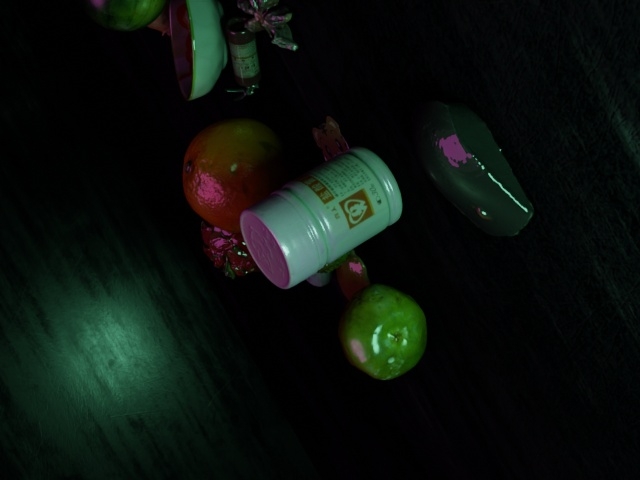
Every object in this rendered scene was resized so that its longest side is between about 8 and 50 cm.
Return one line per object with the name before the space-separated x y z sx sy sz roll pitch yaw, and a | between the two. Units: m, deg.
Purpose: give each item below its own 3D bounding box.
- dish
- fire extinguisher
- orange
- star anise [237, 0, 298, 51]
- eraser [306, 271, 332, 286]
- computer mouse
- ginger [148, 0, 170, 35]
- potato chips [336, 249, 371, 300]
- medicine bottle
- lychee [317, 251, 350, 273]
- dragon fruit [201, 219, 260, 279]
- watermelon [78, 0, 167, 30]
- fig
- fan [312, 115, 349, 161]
dish | -0.302 -0.527 2.132 0.324 0.124 0.324 172 90 -73
fire extinguisher | -0.202 -0.448 2.083 0.231 0.099 0.071 87 172 -50
orange | -0.223 -0.177 2.220 0.312 0.312 0.312 48 157 28
star anise | -0.130 -0.523 1.857 0.208 0.063 0.172 38 150 45
eraser | -0.037 0.003 2.344 0.174 0.081 0.227 50 159 34
computer mouse | 0.254 -0.121 1.477 0.295 0.087 0.168 56 157 2
ginger | -0.452 -0.691 2.277 0.152 0.138 0.267 34 143 41
potato chips | 0.083 0.102 2.247 0.150 0.049 0.202 39 146 33
medicine bottle | 0.002 -0.054 1.819 0.202 0.315 0.202 43 152 30
lychee | 0.000 0.000 2.126 0.171 0.171 0.171 48 157 28
dragon fruit | -0.259 -0.031 2.594 0.244 0.244 0.299 109 143 -64
watermelon | -0.501 -0.653 2.093 0.242 0.242 0.242 48 157 28
fig | 0.126 0.204 2.042 0.314 0.233 0.233 39 152 53
fan | 0.053 -0.185 1.974 0.227 0.008 0.152 61 158 -4
